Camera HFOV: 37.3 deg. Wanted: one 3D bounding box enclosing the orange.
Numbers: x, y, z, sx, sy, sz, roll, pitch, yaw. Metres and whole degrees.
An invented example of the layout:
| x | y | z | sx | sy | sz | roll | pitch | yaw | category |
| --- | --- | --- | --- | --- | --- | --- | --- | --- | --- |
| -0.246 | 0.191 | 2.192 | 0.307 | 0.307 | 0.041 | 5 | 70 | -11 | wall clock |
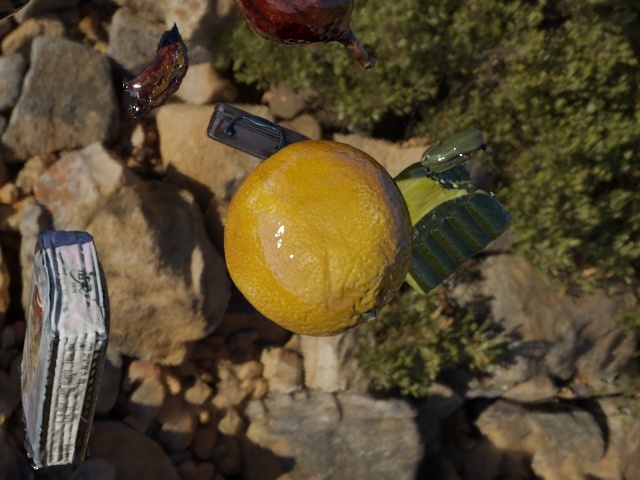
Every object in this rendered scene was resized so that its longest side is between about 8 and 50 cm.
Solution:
| x | y | z | sx | sy | sz | roll | pitch | yaw | category |
| --- | --- | --- | --- | --- | --- | --- | --- | --- | --- |
| 0.000 | 0.000 | 1.252 | 0.264 | 0.264 | 0.264 | 11 | 59 | -19 | orange |

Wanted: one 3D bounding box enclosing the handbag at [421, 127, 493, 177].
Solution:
| x | y | z | sx | sy | sz | roll | pitch | yaw | category |
| --- | --- | --- | --- | --- | --- | --- | --- | --- | --- |
| 0.206 | -0.138 | 1.482 | 0.111 | 0.072 | 0.047 | -26 | 109 | -9 | handbag |

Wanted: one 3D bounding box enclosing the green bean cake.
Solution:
| x | y | z | sx | sy | sz | roll | pitch | yaw | category |
| --- | --- | --- | --- | --- | --- | --- | --- | --- | --- |
| 0.207 | -0.047 | 1.755 | 0.233 | 0.236 | 0.124 | -38 | 119 | 3 | green bean cake |

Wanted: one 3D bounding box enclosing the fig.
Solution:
| x | y | z | sx | sy | sz | roll | pitch | yaw | category |
| --- | --- | --- | --- | --- | --- | --- | --- | --- | --- |
| -0.027 | -0.293 | 1.134 | 0.149 | 0.148 | 0.202 | -21 | 88 | -5 | fig |

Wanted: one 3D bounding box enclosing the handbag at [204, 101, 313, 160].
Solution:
| x | y | z | sx | sy | sz | roll | pitch | yaw | category |
| --- | --- | --- | --- | --- | --- | --- | --- | --- | --- |
| -0.109 | -0.182 | 1.692 | 0.193 | 0.151 | 0.072 | 24 | 93 | 5 | handbag |

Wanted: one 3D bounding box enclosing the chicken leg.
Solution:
| x | y | z | sx | sy | sz | roll | pitch | yaw | category |
| --- | --- | --- | --- | --- | --- | --- | --- | --- | --- |
| -0.354 | -0.364 | 2.079 | 0.105 | 0.063 | 0.234 | 42 | 76 | -23 | chicken leg |

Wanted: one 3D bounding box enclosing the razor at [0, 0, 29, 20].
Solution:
| x | y | z | sx | sy | sz | roll | pitch | yaw | category |
| --- | --- | --- | --- | --- | --- | --- | --- | --- | --- |
| -0.437 | -0.310 | 1.065 | 0.113 | 0.349 | 0.204 | 4 | 79 | -46 | razor |

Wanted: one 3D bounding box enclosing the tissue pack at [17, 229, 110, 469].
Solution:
| x | y | z | sx | sy | sz | roll | pitch | yaw | category |
| --- | --- | --- | --- | --- | --- | --- | --- | --- | --- |
| -0.450 | 0.190 | 1.652 | 0.122 | 0.361 | 0.259 | -1 | 45 | -24 | tissue pack |
